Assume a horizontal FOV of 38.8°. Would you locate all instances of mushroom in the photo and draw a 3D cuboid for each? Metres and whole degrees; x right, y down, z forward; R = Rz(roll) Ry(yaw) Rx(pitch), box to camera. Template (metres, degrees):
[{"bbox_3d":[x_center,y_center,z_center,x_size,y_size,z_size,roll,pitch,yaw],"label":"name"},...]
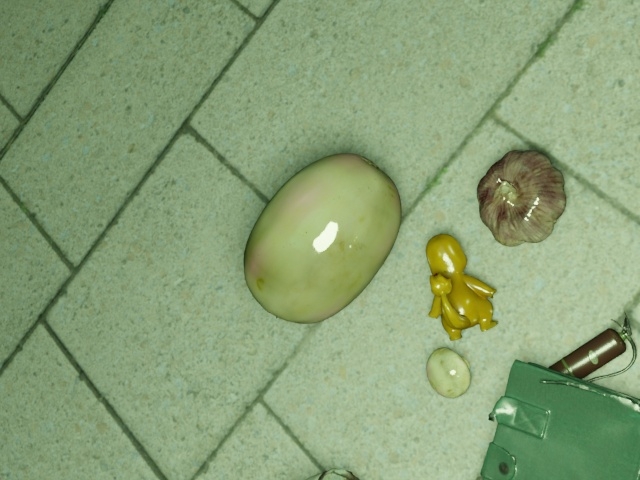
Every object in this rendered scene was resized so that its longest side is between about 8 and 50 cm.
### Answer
[{"bbox_3d":[0.209,0.212,1.468,0.067,0.083,0.083,-27,58,-24],"label":"mushroom"}]

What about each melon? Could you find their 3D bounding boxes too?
[{"bbox_3d":[0.000,0.000,1.545,0.223,0.223,0.317,43,103,29],"label":"melon"}]

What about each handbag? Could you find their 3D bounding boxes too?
[{"bbox_3d":[0.347,0.360,1.322,0.238,0.089,0.326,16,96,35],"label":"handbag"}]

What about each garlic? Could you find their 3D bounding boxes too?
[{"bbox_3d":[0.319,-0.069,1.456,0.147,0.102,0.159,10,84,29],"label":"garlic"}]

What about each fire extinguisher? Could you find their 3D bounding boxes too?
[{"bbox_3d":[0.418,0.181,1.379,0.157,0.045,0.078,-37,91,15],"label":"fire extinguisher"}]

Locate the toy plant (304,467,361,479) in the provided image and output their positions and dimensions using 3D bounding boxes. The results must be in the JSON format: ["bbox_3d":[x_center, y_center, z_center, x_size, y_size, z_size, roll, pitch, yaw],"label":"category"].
[{"bbox_3d":[-0.079,0.523,1.468,0.332,0.247,0.247,-25,67,24],"label":"toy plant"}]

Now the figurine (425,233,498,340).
[{"bbox_3d":[0.210,0.070,1.471,0.121,0.122,0.176,-24,68,25],"label":"figurine"}]
